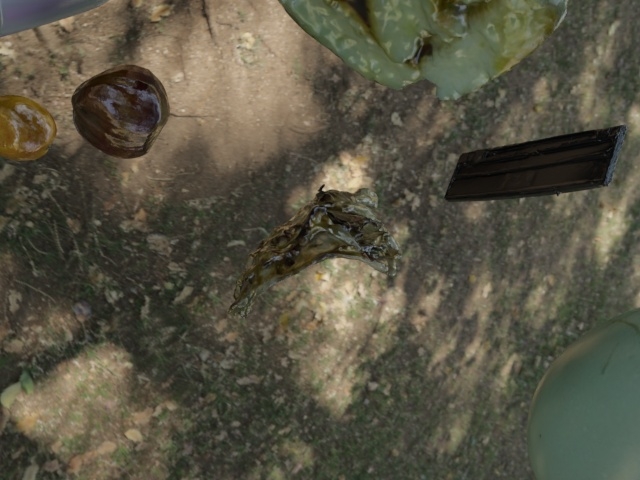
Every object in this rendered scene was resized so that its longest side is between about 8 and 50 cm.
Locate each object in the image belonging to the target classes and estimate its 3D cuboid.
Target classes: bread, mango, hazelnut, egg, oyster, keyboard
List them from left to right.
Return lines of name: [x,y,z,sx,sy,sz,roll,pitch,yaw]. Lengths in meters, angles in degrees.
mango: [-0.523,-0.188,1.100,0.089,0.165,0.115,-58,137,-53]
hazelnut: [-0.452,-0.299,1.474,0.217,0.251,0.217,0,89,-27]
oyster: [-0.022,0.008,0.739,0.204,0.396,0.110,-25,96,7]
bread: [0.058,-0.331,0.676,0.395,0.264,0.239,35,57,-14]
keyboard: [0.256,-0.088,0.814,0.017,0.251,0.087,31,72,-29]
egg: [0.252,0.138,0.482,0.168,0.168,0.230,-16,150,-32]

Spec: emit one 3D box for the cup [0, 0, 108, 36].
cup: [-0.619,-0.613,1.435,0.372,0.253,0.253,-32,117,-35]
